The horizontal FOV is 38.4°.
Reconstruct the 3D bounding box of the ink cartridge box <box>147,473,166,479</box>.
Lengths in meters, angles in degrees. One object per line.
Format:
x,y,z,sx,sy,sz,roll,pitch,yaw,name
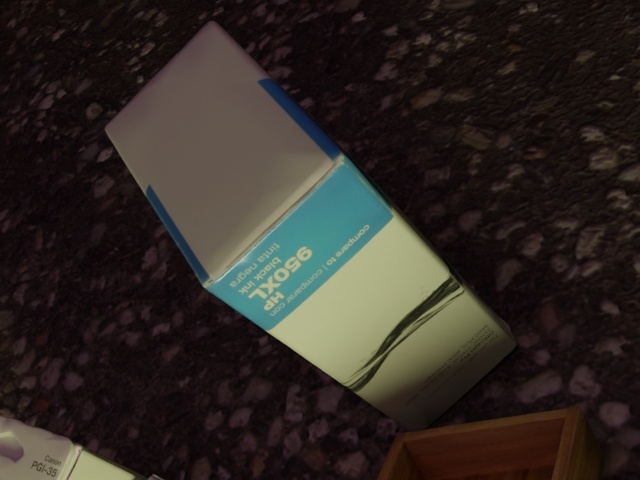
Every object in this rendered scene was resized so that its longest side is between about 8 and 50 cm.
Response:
-0.124,0.350,0.933,0.087,0.208,0.153,15,70,40,ink cartridge box

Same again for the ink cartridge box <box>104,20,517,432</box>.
0.000,0.000,0.963,0.166,0.395,0.285,-44,46,4,ink cartridge box

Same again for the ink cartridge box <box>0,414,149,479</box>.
-0.258,0.299,1.007,0.207,0.283,0.117,6,64,37,ink cartridge box

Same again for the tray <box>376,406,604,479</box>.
0.103,0.312,0.761,0.203,0.076,0.411,-17,22,32,tray
